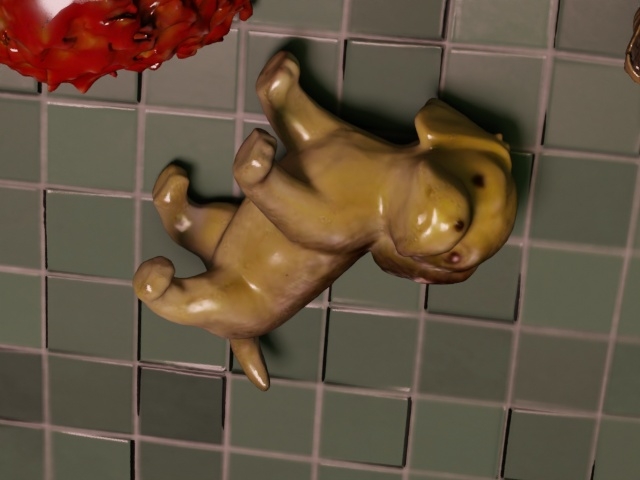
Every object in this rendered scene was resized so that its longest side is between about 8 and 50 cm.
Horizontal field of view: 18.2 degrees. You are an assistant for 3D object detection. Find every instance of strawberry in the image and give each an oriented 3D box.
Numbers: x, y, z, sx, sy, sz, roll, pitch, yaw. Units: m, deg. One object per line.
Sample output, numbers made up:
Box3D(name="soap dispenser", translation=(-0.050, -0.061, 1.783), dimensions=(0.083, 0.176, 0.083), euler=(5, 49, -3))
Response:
Box3D(name="strawberry", translation=(-0.137, -0.182, 1.110), dimensions=(0.233, 0.178, 0.234), euler=(1, 112, 2))

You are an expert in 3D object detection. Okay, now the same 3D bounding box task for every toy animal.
Box3D(name="toy animal", translation=(-0.002, -0.013, 1.216), dimensions=(0.233, 0.121, 0.168), euler=(-32, 121, 24))

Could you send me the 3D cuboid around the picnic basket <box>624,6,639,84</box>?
Box3D(name="picnic basket", translation=(0.260, -0.139, 1.132), dimensions=(0.115, 0.079, 0.164), euler=(28, 118, -9))
